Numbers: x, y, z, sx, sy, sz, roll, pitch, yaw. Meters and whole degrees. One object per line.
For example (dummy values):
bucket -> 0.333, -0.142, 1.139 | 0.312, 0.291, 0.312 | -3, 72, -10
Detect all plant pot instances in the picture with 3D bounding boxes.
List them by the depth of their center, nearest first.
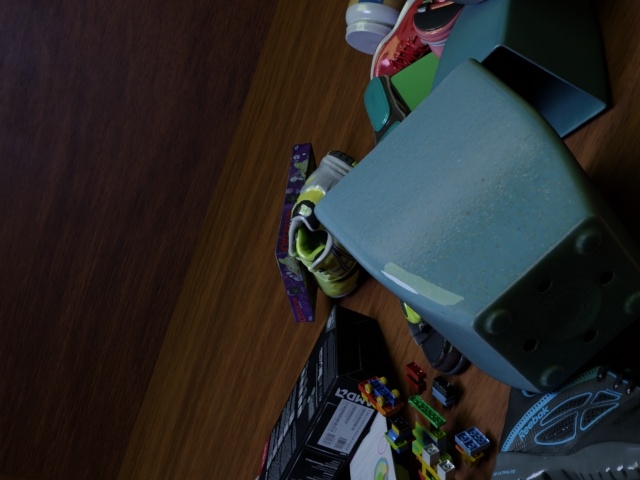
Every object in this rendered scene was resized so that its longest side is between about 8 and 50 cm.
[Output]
plant pot -> 0.188, 0.006, 0.718 | 0.248, 0.247, 0.252 | -44, 31, 8
plant pot -> 0.269, -0.263, 0.931 | 0.165, 0.166, 0.234 | -40, 31, 57

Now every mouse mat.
mouse mat -> 0.204, -0.283, 1.190 | 0.153, 0.007, 0.189 | -30, 34, 10

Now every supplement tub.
supplement tub -> 0.136, -0.513, 1.476 | 0.144, 0.144, 0.199 | 176, 109, -69

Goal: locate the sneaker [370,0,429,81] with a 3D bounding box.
sneaker -> 0.174, -0.379, 1.362 | 0.128, 0.087, 0.221 | -118, 47, -64

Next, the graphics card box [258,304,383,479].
graphics card box -> -0.007, 0.326, 1.224 | 0.233, 0.094, 0.370 | -88, 21, -67

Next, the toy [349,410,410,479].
toy -> 0.097, 0.375, 1.013 | 0.237, 0.056, 0.136 | -90, 23, -55

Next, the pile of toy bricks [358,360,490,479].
pile of toy bricks -> 0.145, 0.270, 0.944 | 0.212, 0.118, 0.105 | 41, 142, 51

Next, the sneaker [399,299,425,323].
sneaker -> 0.191, -0.018, 0.963 | 0.295, 0.124, 0.109 | -69, 10, -19

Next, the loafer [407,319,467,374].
loafer -> 0.153, 0.063, 1.055 | 0.109, 0.095, 0.302 | 126, 152, -43

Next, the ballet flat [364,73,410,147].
ballet flat -> 0.151, -0.183, 1.238 | 0.107, 0.106, 0.316 | -49, 32, 43

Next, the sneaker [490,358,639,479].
sneaker -> 0.274, 0.164, 0.624 | 0.341, 0.125, 0.139 | -35, 37, 56

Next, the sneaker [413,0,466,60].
sneaker -> 0.248, -0.389, 1.138 | 0.116, 0.136, 0.313 | 0, 48, 40

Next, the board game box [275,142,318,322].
board game box -> -0.036, -0.023, 1.473 | 0.346, 0.056, 0.208 | -84, -18, -46

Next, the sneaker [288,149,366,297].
sneaker -> 0.000, 0.000, 1.253 | 0.147, 0.145, 0.384 | -44, -25, -24

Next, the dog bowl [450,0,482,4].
dog bowl -> 0.216, -0.466, 0.877 | 0.349, 0.102, 0.348 | -162, 90, -74

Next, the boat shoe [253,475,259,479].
boat shoe -> -0.130, 0.599, 1.383 | 0.079, 0.095, 0.254 | -54, 26, 39
